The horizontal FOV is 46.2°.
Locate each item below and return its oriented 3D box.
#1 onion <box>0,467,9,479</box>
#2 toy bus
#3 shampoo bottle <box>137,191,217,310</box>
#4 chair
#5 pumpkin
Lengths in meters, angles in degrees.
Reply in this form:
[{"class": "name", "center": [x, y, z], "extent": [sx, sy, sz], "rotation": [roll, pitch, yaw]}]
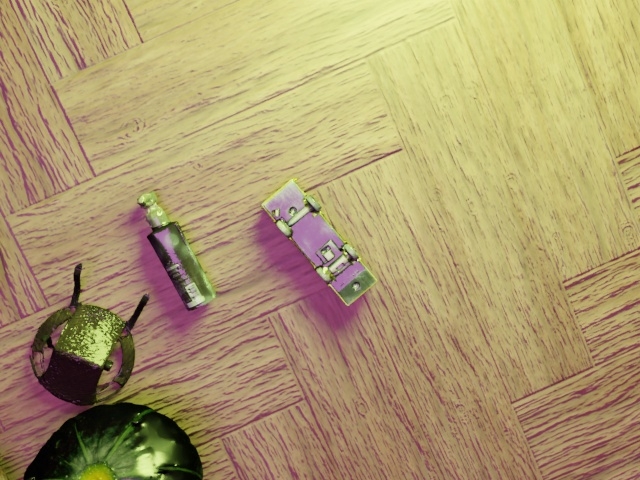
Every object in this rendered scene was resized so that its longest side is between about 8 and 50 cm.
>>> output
[{"class": "onion", "center": [-0.598, 0.428, 1.214], "extent": [0.159, 0.195, 0.160], "rotation": [0, 89, 1]}, {"class": "toy bus", "center": [0.000, 0.000, 1.257], "extent": [0.081, 0.074, 0.226], "rotation": [-41, 98, 3]}, {"class": "shampoo bottle", "center": [-0.245, 0.015, 1.249], "extent": [0.057, 0.063, 0.208], "rotation": [-29, 98, -11]}, {"class": "chair", "center": [-0.390, 0.175, 1.251], "extent": [0.174, 0.149, 0.213], "rotation": [25, 137, -9]}, {"class": "pumpkin", "center": [-0.328, 0.419, 1.221], "extent": [0.295, 0.296, 0.296], "rotation": [0, 97, -4]}]
